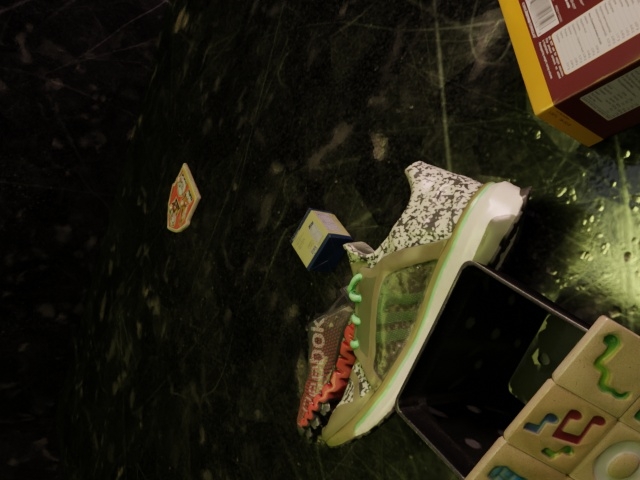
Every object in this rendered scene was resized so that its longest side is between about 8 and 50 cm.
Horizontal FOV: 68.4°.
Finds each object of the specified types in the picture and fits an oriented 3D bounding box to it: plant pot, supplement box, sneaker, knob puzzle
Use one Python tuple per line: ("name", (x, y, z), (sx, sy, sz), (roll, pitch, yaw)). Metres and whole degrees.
("plant pot", (0.222, 0.148, 0.477), (0.188, 0.167, 0.187), (38, 112, 46))
("supplement box", (0.000, 0.000, 0.856), (0.083, 0.056, 0.083), (-58, 45, 26))
("supplement box", (0.310, -0.235, 0.469), (0.194, 0.129, 0.191), (-27, 63, 45))
("sneaker", (0.025, 0.192, 0.761), (0.135, 0.097, 0.276), (40, 112, 46))
("knob puzzle", (-0.429, -0.110, 1.413), (0.213, 0.030, 0.213), (-11, 75, 49))
("sneaker", (0.096, 0.079, 0.617), (0.182, 0.158, 0.410), (35, 100, 27))

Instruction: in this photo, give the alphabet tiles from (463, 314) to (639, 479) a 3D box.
("alphabet tiles", (0.255, 0.215, 0.359), (0.342, 0.285, 0.011), (-59, 6, 15))
